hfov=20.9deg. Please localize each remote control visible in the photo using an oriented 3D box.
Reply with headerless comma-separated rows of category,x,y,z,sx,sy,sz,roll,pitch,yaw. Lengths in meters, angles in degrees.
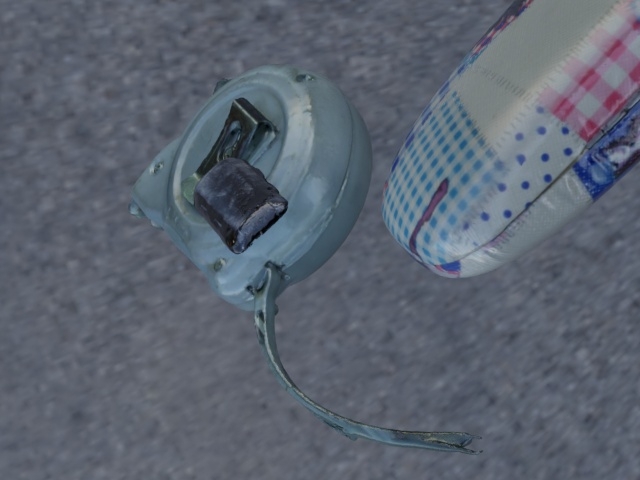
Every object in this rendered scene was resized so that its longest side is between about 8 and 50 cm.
remote control,-0.044,-0.021,0.897,0.039,0.096,0.014,-43,115,-1

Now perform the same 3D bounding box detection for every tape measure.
tape measure,-0.001,0.001,1.032,0.164,0.084,0.330,-59,39,8

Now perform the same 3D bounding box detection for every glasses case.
glasses case,0.154,-0.112,0.810,0.327,0.125,0.076,-46,111,2
